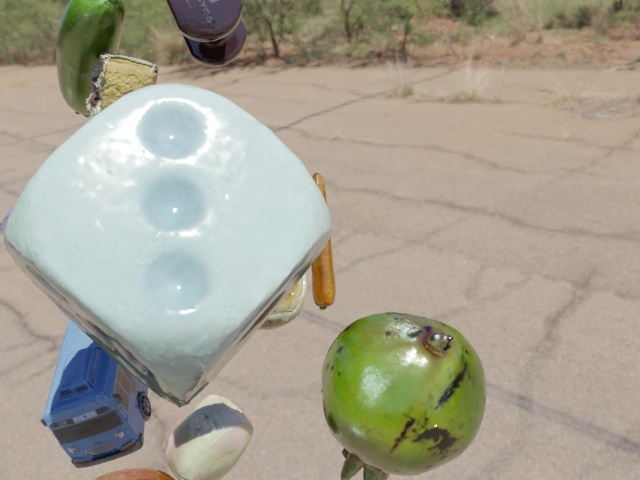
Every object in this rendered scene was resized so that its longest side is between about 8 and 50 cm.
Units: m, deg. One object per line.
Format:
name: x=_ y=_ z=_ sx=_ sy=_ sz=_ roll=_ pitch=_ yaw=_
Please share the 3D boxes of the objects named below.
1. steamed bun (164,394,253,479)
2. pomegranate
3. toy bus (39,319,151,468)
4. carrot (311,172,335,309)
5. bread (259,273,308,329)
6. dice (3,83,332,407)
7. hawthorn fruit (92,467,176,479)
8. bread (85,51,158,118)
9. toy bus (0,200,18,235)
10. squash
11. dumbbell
steamed bun: x=-0.300 y=0.514 z=1.665 sx=0.170 sy=0.152 sz=0.238 roll=39 pitch=87 yaw=34
pomegranate: x=0.119 y=0.266 z=1.040 sx=0.261 sy=0.340 sz=0.260 roll=12 pitch=25 yaw=-6
toy bus: x=-0.327 y=0.204 z=0.982 sx=0.116 sy=0.133 sz=0.234 roll=-18 pitch=35 yaw=3
carrot: x=0.000 y=0.000 z=1.168 sx=0.043 sy=0.247 sz=0.043 roll=-4 pitch=-5 yaw=0
bread: x=-0.182 y=0.122 z=1.925 sx=0.306 sy=0.305 sz=0.159 roll=-26 pitch=-10 yaw=-36
dice: x=-0.165 y=0.006 z=0.752 sx=0.268 sy=0.262 sz=0.264 roll=-48 pitch=-3 yaw=-22
hawthorn fruit: x=-0.430 y=0.622 z=1.419 sx=0.298 sy=0.277 sz=0.277 roll=16 pitch=32 yaw=31
bread: x=-0.350 y=-0.262 z=1.145 sx=0.106 sy=0.125 sz=0.082 roll=0 pitch=22 yaw=-43
toy bus: x=-0.489 y=0.033 z=1.332 sx=0.138 sy=0.317 sz=0.112 roll=-49 pitch=7 yaw=-12
squash: x=-0.429 y=-0.337 z=1.204 sx=0.107 sy=0.107 sz=0.395 roll=-21 pitch=-9 yaw=-27
dumbbell: x=-0.210 y=-0.421 z=1.238 sx=0.124 sy=0.140 sz=0.225 roll=-24 pitch=4 yaw=-3
